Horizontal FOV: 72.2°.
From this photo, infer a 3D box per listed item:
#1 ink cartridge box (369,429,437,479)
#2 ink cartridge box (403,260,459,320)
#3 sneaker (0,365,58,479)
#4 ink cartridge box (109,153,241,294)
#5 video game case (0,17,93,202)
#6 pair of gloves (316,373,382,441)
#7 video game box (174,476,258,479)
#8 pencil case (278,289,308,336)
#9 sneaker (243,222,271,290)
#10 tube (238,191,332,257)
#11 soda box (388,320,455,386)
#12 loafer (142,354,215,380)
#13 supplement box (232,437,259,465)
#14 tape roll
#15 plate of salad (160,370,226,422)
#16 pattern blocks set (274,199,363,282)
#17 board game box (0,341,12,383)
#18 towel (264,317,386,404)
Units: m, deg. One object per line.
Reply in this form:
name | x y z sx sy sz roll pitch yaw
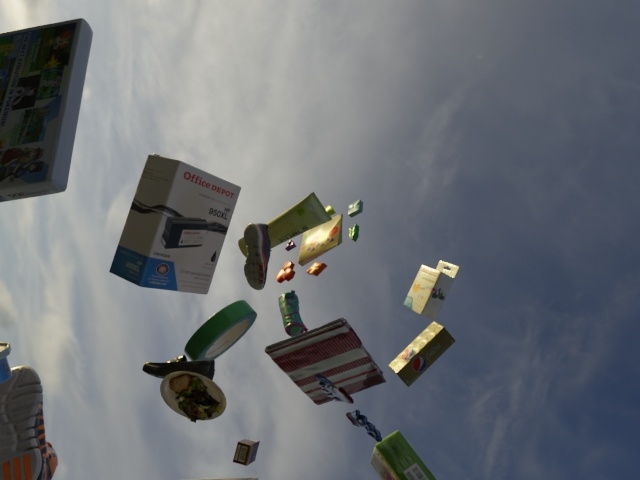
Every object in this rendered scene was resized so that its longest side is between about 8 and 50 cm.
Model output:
ink cartridge box | 0.244 0.752 1.374 0.189 0.097 0.255 47 -36 38
ink cartridge box | 0.340 0.141 1.352 0.181 0.062 0.104 -64 -157 -1
sneaker | -0.768 0.499 1.137 0.180 0.125 0.321 109 -34 -51
ink cartridge box | -0.458 -0.044 1.424 0.166 0.285 0.394 16 -92 32
video game case | -0.515 -0.195 0.673 0.300 0.036 0.328 -9 -117 3
pair of gloves | 0.064 0.398 1.047 0.198 0.023 0.159 48 -21 -1
video game box | -0.255 0.587 0.935 0.187 0.205 0.048 -59 -141 13
pencil case | -0.088 0.228 1.367 0.151 0.070 0.064 -109 -147 -52
sneaker | -0.130 0.035 0.985 0.061 0.065 0.157 13 -70 31
tube | -0.096 -0.031 1.114 0.240 0.070 0.062 -28 -109 12
soda box | 0.276 0.307 1.197 0.058 0.181 0.061 49 -6 -13
loafer | -0.441 0.397 1.377 0.076 0.224 0.078 92 3 -63
supplement box | -0.204 0.582 1.213 0.043 0.083 0.054 10 -107 11
tape roll | -0.408 0.384 1.818 0.077 0.321 0.321 46 -54 14
plate of salad | -0.370 0.456 1.262 0.200 0.048 0.199 4 -61 6
pattern blocks set | 0.000 0.000 1.394 0.325 0.026 0.285 -20 -139 40
board game box | -0.660 0.229 0.500 0.390 0.390 0.050 -2 -73 18
towel | 0.022 0.348 1.236 0.237 0.329 0.037 -23 -141 11
